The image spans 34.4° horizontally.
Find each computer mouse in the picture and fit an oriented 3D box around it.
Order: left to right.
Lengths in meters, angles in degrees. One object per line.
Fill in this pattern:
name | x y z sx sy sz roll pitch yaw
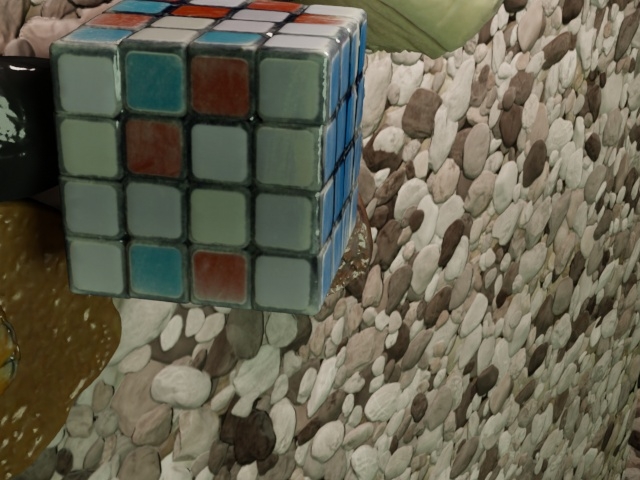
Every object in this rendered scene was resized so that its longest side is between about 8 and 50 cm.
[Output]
computer mouse | -0.302 -0.104 0.960 0.270 0.086 0.137 -10 114 -50

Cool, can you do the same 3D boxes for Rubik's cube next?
Rubik's cube | -0.097 -0.097 1.025 0.256 0.254 0.258 -66 158 -65

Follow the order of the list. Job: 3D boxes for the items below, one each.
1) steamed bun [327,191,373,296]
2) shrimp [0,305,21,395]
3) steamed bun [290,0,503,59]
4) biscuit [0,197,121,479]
steamed bun | 0.000 0.000 1.407 0.175 0.106 0.144 -38 135 -34
shrimp | -0.370 0.064 0.883 0.164 0.062 0.316 -45 139 -27
steamed bun | 0.099 -0.372 1.211 0.273 0.272 0.290 16 88 -55
biscuit | -0.352 0.114 1.024 0.351 0.057 0.312 -58 141 -16
